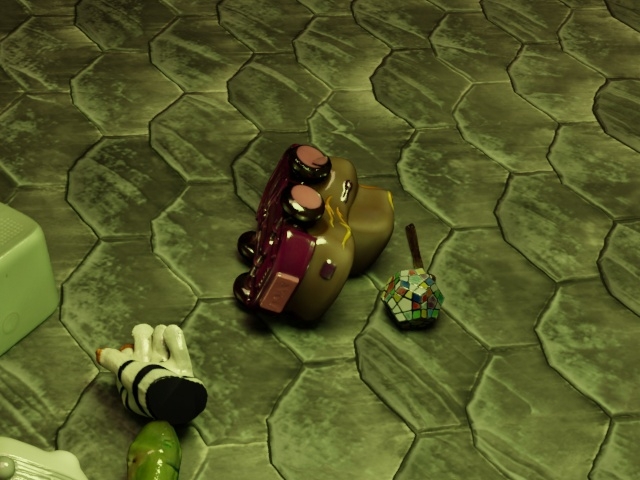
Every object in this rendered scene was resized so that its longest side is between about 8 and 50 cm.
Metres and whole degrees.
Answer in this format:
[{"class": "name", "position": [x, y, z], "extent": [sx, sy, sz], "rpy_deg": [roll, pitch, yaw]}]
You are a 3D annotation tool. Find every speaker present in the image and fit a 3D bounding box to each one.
[{"class": "speaker", "position": [-0.619, 0.110, 1.893], "extent": [0.183, 0.184, 0.406], "rpy_deg": [25, 44, 22]}]

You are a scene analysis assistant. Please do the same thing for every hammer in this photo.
[{"class": "hammer", "position": [0.175, 0.021, 2.195], "extent": [0.065, 0.021, 0.178], "rpy_deg": [0, 40, -4]}]

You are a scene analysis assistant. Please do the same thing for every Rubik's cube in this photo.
[{"class": "Rubik's cube", "position": [0.161, 0.102, 2.043], "extent": [0.111, 0.111, 0.093], "rpy_deg": [19, 15, 17]}]

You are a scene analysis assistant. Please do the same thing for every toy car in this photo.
[{"class": "toy car", "position": [0.000, 0.000, 2.057], "extent": [0.240, 0.271, 0.340], "rpy_deg": [20, 42, -13]}]

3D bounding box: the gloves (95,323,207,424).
[{"class": "gloves", "position": [-0.269, 0.219, 1.865], "extent": [0.140, 0.131, 0.219], "rpy_deg": [-20, 16, -23]}]

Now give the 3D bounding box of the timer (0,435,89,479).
[{"class": "timer", "position": [-0.469, 0.340, 1.623], "extent": [0.315, 0.290, 0.290], "rpy_deg": [22, 38, -16]}]

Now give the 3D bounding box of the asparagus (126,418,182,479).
[{"class": "asparagus", "position": [-0.251, 0.412, 1.656], "extent": [0.082, 0.085, 0.343], "rpy_deg": [11, 45, -10]}]
